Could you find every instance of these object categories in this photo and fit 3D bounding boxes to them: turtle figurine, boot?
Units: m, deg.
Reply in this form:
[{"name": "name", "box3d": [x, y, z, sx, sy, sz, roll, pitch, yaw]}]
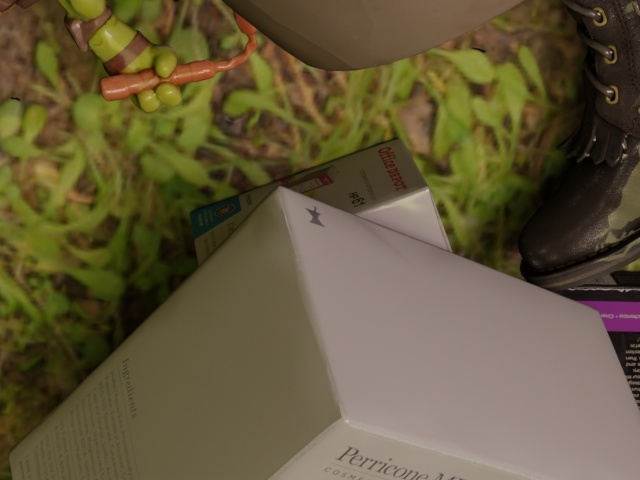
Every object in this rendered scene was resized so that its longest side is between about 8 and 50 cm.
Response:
[{"name": "turtle figurine", "box3d": [-0.178, -0.136, 0.810, 0.217, 0.087, 0.269, -38, 121, 15]}, {"name": "boot", "box3d": [0.127, -0.130, 0.868, 0.229, 0.091, 0.263, 39, 96, -16]}]

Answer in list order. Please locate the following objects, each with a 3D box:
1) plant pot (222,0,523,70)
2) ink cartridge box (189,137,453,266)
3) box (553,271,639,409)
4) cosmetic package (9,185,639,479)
[{"name": "plant pot", "box3d": [-0.006, -0.233, 0.678, 0.323, 0.323, 0.280, -34, 116, 6]}, {"name": "ink cartridge box", "box3d": [0.000, 0.000, 0.890, 0.122, 0.088, 0.052, -19, 112, -1]}, {"name": "box", "box3d": [0.171, 0.096, 0.988, 0.116, 0.029, 0.162, 2, 110, -8]}, {"name": "cosmetic package", "box3d": [0.009, 0.119, 0.845, 0.224, 0.138, 0.225, 20, 128, -37]}]
